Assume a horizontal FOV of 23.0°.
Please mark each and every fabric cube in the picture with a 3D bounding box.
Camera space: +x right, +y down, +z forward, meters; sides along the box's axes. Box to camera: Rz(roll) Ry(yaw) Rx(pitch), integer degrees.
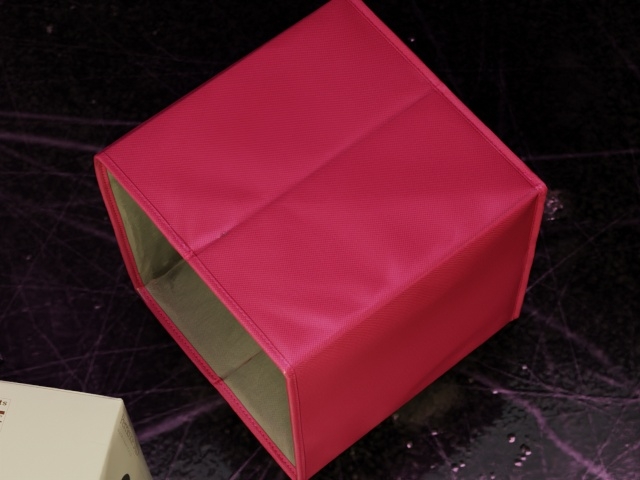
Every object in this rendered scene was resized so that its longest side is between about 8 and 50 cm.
[{"bbox_3d":[0.000,0.000,1.323,0.258,0.254,0.259,-36,67,-15],"label":"fabric cube"}]

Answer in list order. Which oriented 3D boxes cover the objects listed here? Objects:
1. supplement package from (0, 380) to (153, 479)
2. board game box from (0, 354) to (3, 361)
[{"bbox_3d":[-0.219,0.234,1.135,0.149,0.194,0.203,7,60,9],"label":"supplement package"},{"bbox_3d":[-0.371,0.093,1.348,0.194,0.194,0.060,-23,64,-26],"label":"board game box"}]
